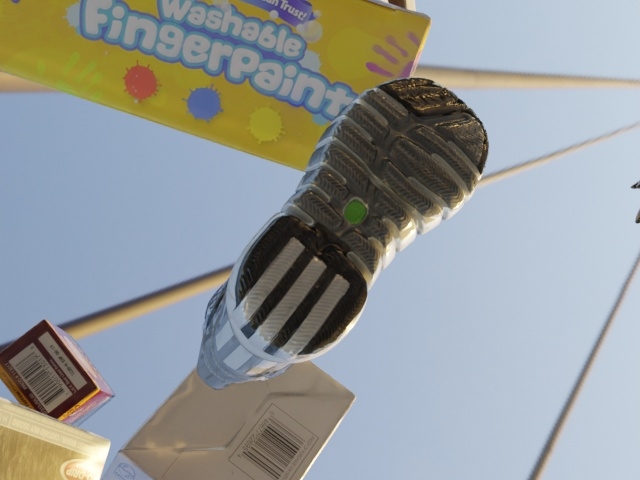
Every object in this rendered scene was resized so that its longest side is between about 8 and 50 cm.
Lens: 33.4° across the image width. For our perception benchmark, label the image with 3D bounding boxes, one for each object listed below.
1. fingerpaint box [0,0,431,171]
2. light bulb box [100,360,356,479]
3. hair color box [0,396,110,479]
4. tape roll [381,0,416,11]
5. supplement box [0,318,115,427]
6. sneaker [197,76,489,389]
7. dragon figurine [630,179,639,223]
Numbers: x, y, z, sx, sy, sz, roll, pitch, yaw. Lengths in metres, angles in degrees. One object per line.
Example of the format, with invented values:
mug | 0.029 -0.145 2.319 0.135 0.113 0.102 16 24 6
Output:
fingerpaint box | -0.140 -0.211 1.024 0.445 0.163 0.371 18 -168 -3
light bulb box | -0.180 0.366 1.600 0.225 0.361 0.358 37 -141 4
hair color box | -0.424 0.211 1.095 0.185 0.374 0.113 39 -120 -52
tape roll | 0.043 -0.390 1.722 0.246 0.169 0.246 -9 -90 -70
supplement box | -0.314 0.166 1.270 0.081 0.188 0.104 -38 -95 -10
sneaker | 0.000 0.000 0.606 0.086 0.132 0.229 45 -130 0
dragon figurine | 0.441 -0.027 1.234 0.144 0.085 0.289 43 -151 -12
